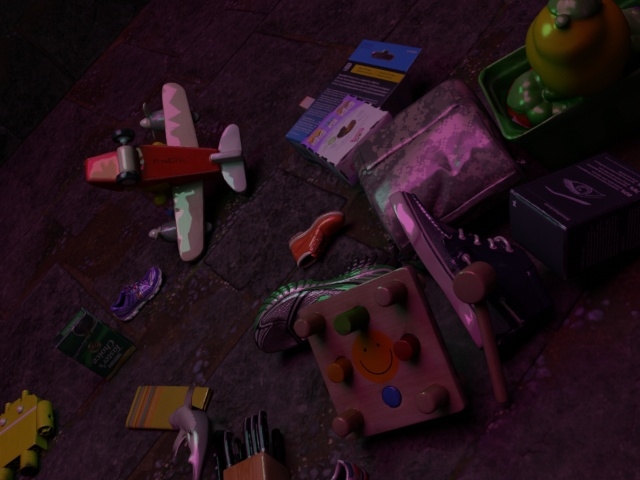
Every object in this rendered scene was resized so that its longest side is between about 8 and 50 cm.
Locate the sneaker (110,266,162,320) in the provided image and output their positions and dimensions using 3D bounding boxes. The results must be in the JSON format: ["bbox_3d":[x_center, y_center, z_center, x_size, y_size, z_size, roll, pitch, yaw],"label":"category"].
[{"bbox_3d":[-0.485,0.135,2.118,0.170,0.071,0.068,-51,38,-10],"label":"sneaker"}]

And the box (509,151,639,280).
[{"bbox_3d":[0.445,-0.045,1.346,0.207,0.108,0.153,-21,35,-13],"label":"box"}]

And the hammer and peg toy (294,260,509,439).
[{"bbox_3d":[0.142,0.185,1.343,0.361,0.127,0.266,-24,85,36],"label":"hammer and peg toy"}]

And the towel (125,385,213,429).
[{"bbox_3d":[-0.344,0.379,1.808,0.237,0.021,0.102,-7,56,37],"label":"towel"}]

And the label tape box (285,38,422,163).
[{"bbox_3d":[0.102,-0.330,1.986,0.334,0.106,0.240,-51,39,-9],"label":"label tape box"}]

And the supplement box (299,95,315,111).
[{"bbox_3d":[-0.006,-0.341,2.132,0.036,0.062,0.098,-48,37,-6],"label":"supplement box"}]

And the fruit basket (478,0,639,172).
[{"bbox_3d":[0.466,-0.338,1.453,0.392,0.392,0.283,-29,40,19],"label":"fruit basket"}]

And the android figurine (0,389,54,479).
[{"bbox_3d":[-0.777,0.505,2.056,0.248,0.056,0.273,-35,40,12],"label":"android figurine"}]

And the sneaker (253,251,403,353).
[{"bbox_3d":[0.010,0.148,1.604,0.343,0.134,0.146,-27,42,21],"label":"sneaker"}]

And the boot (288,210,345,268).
[{"bbox_3d":[0.000,0.000,1.819,0.158,0.059,0.085,-38,40,21],"label":"boot"}]

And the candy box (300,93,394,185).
[{"bbox_3d":[0.067,-0.225,1.766,0.165,0.070,0.196,-45,32,-1],"label":"candy box"}]

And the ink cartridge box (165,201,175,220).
[{"bbox_3d":[-0.394,-0.094,2.266,0.028,0.048,0.083,10,63,45],"label":"ink cartridge box"}]

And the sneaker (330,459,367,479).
[{"bbox_3d":[0.020,0.449,1.362,0.057,0.075,0.161,3,57,44],"label":"sneaker"}]

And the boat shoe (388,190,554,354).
[{"bbox_3d":[0.267,0.027,1.411,0.158,0.127,0.340,-33,77,6],"label":"boat shoe"}]

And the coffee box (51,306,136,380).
[{"bbox_3d":[-0.554,0.257,1.976,0.113,0.184,0.040,-49,41,-9],"label":"coffee box"}]

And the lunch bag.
[{"bbox_3d":[0.236,-0.124,1.587,0.305,0.212,0.256,-34,38,14],"label":"lunch bag"}]

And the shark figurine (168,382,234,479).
[{"bbox_3d":[-0.228,0.406,1.612,0.166,0.116,0.278,-63,27,21],"label":"shark figurine"}]

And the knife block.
[{"bbox_3d":[-0.100,0.448,1.462,0.275,0.088,0.242,10,63,47],"label":"knife block"}]

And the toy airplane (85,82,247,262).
[{"bbox_3d":[-0.382,-0.187,2.157,0.386,0.384,0.272,-53,6,-25],"label":"toy airplane"}]
